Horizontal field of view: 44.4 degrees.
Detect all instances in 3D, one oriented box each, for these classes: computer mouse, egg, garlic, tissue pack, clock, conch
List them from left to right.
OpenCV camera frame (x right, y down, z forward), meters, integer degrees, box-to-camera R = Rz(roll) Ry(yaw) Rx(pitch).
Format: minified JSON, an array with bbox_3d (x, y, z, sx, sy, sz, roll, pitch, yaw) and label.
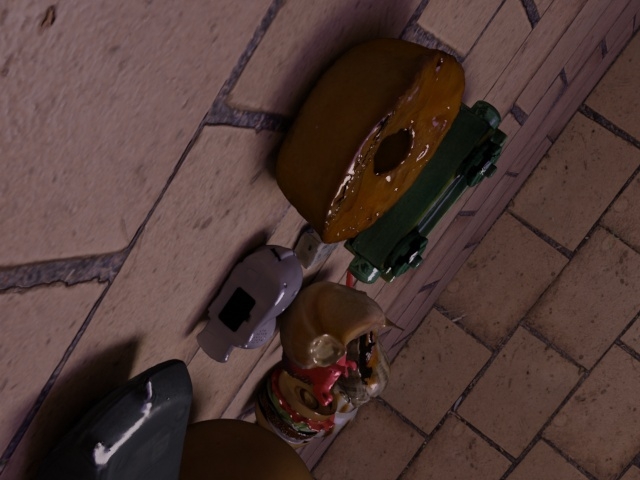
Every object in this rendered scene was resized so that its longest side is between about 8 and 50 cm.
[{"bbox_3d":[-0.255,0.278,0.937,0.188,0.121,0.371,-37,153,-53],"label":"computer mouse"},{"bbox_3d":[-0.150,0.427,1.199,0.301,0.301,0.374,-47,-172,-19],"label":"egg"},{"bbox_3d":[-0.082,0.081,1.066,0.176,0.080,0.117,-55,164,15],"label":"clock"},{"bbox_3d":[0.000,0.000,1.196,0.083,0.042,0.062,-35,156,-48],"label":"tissue pack"},{"bbox_3d":[0.025,0.420,2.045,0.275,0.148,0.182,-56,169,25],"label":"conch"},{"bbox_3d":[0.025,0.151,1.378,0.244,0.164,0.146,-14,119,-54],"label":"garlic"},{"bbox_3d":[0.060,0.261,1.785,0.210,0.158,0.292,-44,126,-57],"label":"conch"}]

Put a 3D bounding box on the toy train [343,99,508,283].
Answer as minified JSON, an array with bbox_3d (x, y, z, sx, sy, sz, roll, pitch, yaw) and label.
[{"bbox_3d":[0.178,-0.078,1.373,0.369,0.150,0.237,-51,171,2],"label":"toy train"}]

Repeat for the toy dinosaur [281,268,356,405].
[{"bbox_3d":[-0.004,0.185,1.521,0.070,0.138,0.286,59,28,-52],"label":"toy dinosaur"}]

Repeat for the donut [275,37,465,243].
[{"bbox_3d":[0.055,-0.127,0.937,0.277,0.108,0.278,-47,164,-18],"label":"donut"}]

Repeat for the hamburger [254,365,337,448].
[{"bbox_3d":[-0.058,0.348,1.615,0.137,0.175,0.175,-50,167,18],"label":"hamburger"}]
